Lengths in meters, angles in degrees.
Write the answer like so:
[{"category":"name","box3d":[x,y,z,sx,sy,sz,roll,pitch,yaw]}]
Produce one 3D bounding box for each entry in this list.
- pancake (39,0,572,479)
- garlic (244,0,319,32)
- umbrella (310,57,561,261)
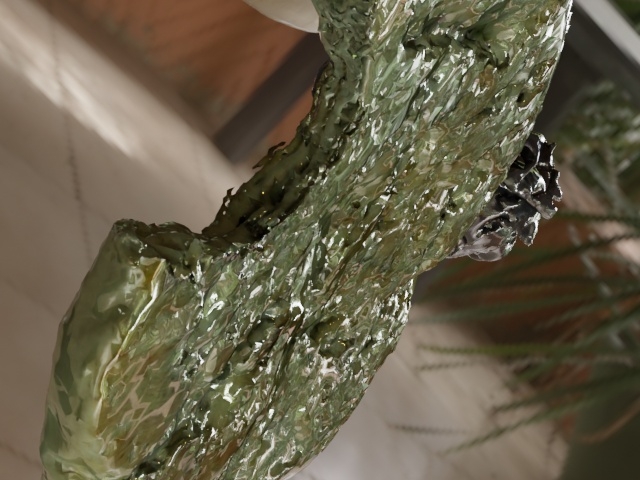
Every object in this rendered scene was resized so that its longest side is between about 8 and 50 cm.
[{"category":"pancake","box3d":[0.000,0.000,0.497,0.037,0.253,0.253,34,11,17]},{"category":"garlic","box3d":[0.029,-0.137,0.640,0.174,0.124,0.099,18,7,-41]},{"category":"umbrella","box3d":[0.065,-0.076,1.067,0.154,0.128,0.337,35,2,32]}]
